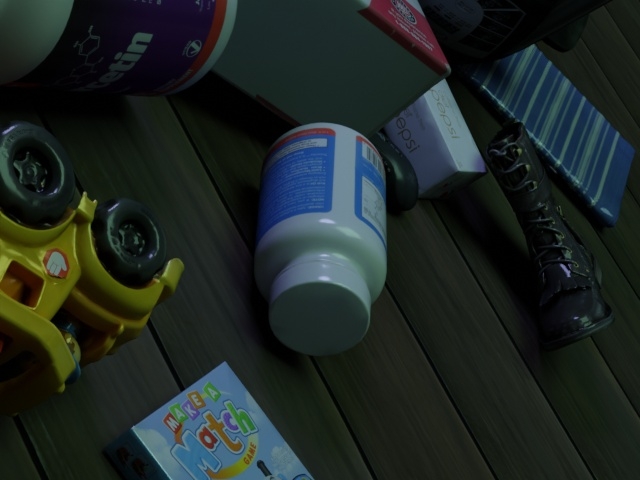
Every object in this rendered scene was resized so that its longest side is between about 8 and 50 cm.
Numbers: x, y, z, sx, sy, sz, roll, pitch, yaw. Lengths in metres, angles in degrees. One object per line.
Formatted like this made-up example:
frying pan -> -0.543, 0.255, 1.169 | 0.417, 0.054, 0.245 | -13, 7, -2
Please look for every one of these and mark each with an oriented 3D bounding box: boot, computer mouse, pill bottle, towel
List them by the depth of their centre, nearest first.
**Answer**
pill bottle -> -0.227, -0.218, 1.441 | 0.323, 0.181, 0.181 | -3, 59, -56
pill bottle -> 0.000, 0.000, 1.583 | 0.124, 0.124, 0.221 | 38, 31, -25
computer mouse -> 0.046, -0.140, 1.889 | 0.071, 0.041, 0.242 | -13, 69, -54
boot -> 0.248, -0.012, 1.945 | 0.229, 0.091, 0.263 | 62, 14, -17
towel -> 0.305, -0.180, 2.350 | 0.336, 0.040, 0.243 | 44, 30, -9

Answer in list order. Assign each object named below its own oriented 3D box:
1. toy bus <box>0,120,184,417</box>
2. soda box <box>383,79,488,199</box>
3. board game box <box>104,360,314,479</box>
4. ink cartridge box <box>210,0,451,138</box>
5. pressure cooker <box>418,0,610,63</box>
toy bus -> -0.225, 0.048, 1.193 | 0.220, 0.149, 0.211 | 37, 44, -30
soda box -> 0.110, -0.157, 1.966 | 0.074, 0.069, 0.216 | -1, 62, -56
board game box -> -0.058, 0.212, 1.338 | 0.211, 0.039, 0.160 | 52, 28, 3
ink cartridge box -> -0.055, -0.314, 1.783 | 0.279, 0.160, 0.384 | 31, 29, -41
pressure cooker -> 0.218, -0.417, 2.116 | 0.375, 0.420, 0.370 | -10, 82, -34
